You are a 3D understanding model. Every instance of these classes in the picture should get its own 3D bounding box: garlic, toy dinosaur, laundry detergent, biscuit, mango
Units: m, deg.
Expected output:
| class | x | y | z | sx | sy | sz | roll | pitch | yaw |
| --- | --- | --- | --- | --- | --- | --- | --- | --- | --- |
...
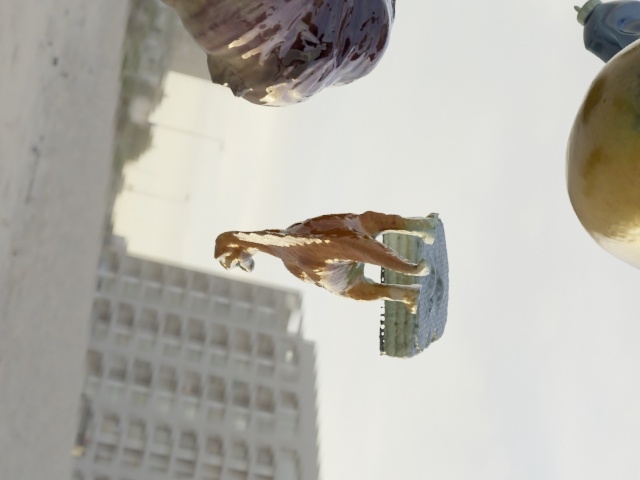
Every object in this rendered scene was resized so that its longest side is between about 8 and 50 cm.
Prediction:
| class | x | y | z | sx | sy | sz | roll | pitch | yaw |
| --- | --- | --- | --- | --- | --- | --- | --- | --- | --- |
| garlic | -0.021 | -0.223 | 1.109 | 0.161 | 0.245 | 0.244 | -24 | -137 | 30 |
| toy dinosaur | 0.000 | 0.000 | 0.885 | 0.212 | 0.142 | 0.057 | 98 | 4 | -77 |
| laundry detergent | 0.361 | -0.198 | 1.536 | 0.097 | 0.206 | 0.061 | -41 | 164 | -25 |
| biscuit | 0.110 | 0.048 | 1.573 | 0.252 | 0.052 | 0.150 | -4 | 95 | -78 |
| mango | 0.276 | -0.059 | 0.851 | 0.211 | 0.317 | 0.173 | -55 | -131 | 44 |
